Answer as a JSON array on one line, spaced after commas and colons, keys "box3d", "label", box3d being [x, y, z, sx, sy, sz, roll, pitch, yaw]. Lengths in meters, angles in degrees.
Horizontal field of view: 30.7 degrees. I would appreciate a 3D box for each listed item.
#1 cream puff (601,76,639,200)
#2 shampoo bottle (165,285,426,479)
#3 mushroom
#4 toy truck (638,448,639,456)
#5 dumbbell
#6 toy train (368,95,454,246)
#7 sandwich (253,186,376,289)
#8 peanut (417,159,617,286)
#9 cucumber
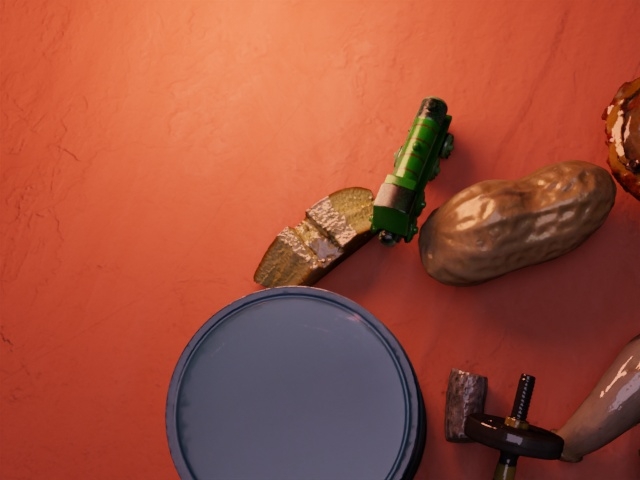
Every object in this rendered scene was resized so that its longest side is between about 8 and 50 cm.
[{"box3d": [0.537, -0.146, 1.746, 0.240, 0.164, 0.240, 1, 83, -5], "label": "cream puff"}, {"box3d": [-0.018, 0.251, 1.639, 0.331, 0.343, 0.331, -1, 78, 7], "label": "shampoo bottle"}, {"box3d": [0.440, 0.224, 1.701, 0.270, 0.118, 0.103, -39, 78, -3], "label": "mushroom"}, {"box3d": [0.537, 0.327, 1.661, 0.187, 0.148, 0.210, -28, 56, 5], "label": "toy truck"}, {"box3d": [0.260, 0.350, 1.670, 0.143, 0.143, 0.325, 14, 92, 10], "label": "dumbbell"}, {"box3d": [0.142, -0.109, 1.785, 0.085, 0.119, 0.251, 17, 62, 11], "label": "toy train"}, {"box3d": [0.000, 0.000, 1.821, 0.244, 0.088, 0.090, -39, 76, -2], "label": "sandwich"}, {"box3d": [0.297, -0.031, 1.758, 0.313, 0.152, 0.152, -17, 76, 4], "label": "peanut"}, {"box3d": [0.216, 0.250, 1.753, 0.064, 0.064, 0.112, 9, 82, 9], "label": "cucumber"}]
